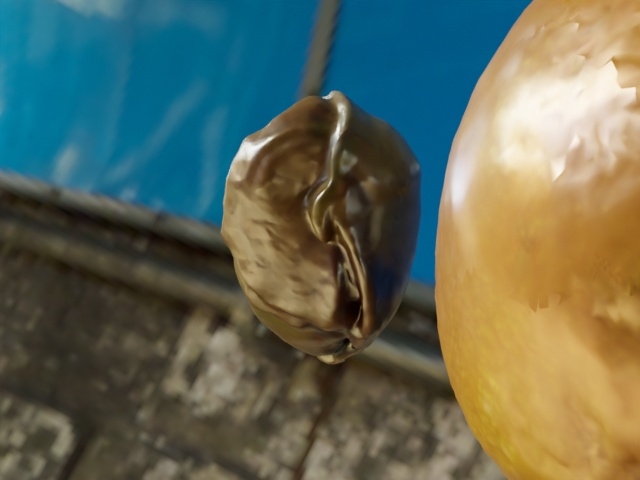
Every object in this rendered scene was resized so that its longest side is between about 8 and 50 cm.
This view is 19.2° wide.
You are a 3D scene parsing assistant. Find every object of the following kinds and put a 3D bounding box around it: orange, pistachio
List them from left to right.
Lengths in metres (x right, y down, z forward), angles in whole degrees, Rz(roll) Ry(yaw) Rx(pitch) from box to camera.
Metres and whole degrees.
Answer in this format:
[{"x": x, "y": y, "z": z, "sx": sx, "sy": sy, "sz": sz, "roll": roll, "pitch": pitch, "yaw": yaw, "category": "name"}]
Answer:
[{"x": 0.000, "y": 0.000, "z": 1.224, "sx": 0.130, "sy": 0.165, "sz": 0.210, "roll": -6, "pitch": -43, "yaw": -8, "category": "pistachio"}, {"x": 0.167, "y": 0.005, "z": 0.648, "sx": 0.261, "sy": 0.261, "sz": 0.261, "roll": 27, "pitch": -11, "yaw": 6, "category": "orange"}]
